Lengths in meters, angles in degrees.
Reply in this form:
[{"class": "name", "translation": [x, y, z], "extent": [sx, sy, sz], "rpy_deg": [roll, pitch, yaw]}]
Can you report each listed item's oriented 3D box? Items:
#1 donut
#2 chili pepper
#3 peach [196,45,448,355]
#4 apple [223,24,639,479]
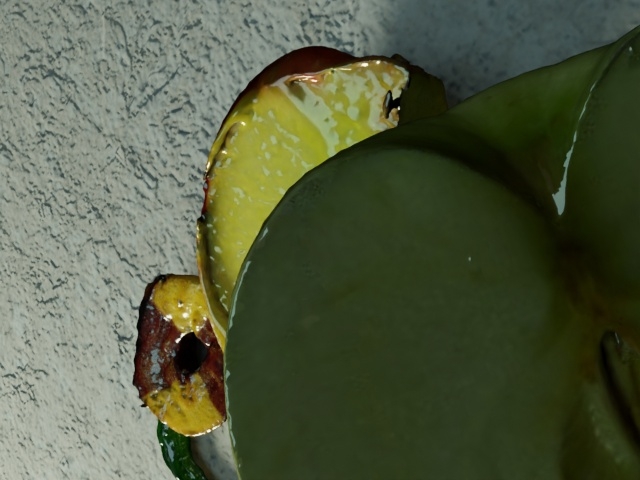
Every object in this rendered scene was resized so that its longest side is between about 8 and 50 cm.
[{"class": "donut", "translation": [-0.102, 0.093, 0.849], "extent": [0.141, 0.059, 0.140], "rpy_deg": [3, 94, 37]}, {"class": "chili pepper", "translation": [-0.122, 0.199, 0.887], "extent": [0.055, 0.035, 0.117], "rpy_deg": [-50, 60, 47]}, {"class": "peach", "translation": [0.003, -0.003, 0.703], "extent": [0.159, 0.154, 0.267], "rpy_deg": [12, 106, 27]}, {"class": "apple", "translation": [0.149, 0.089, 0.506], "extent": [0.320, 0.312, 0.360], "rpy_deg": [-18, 98, 43]}]
